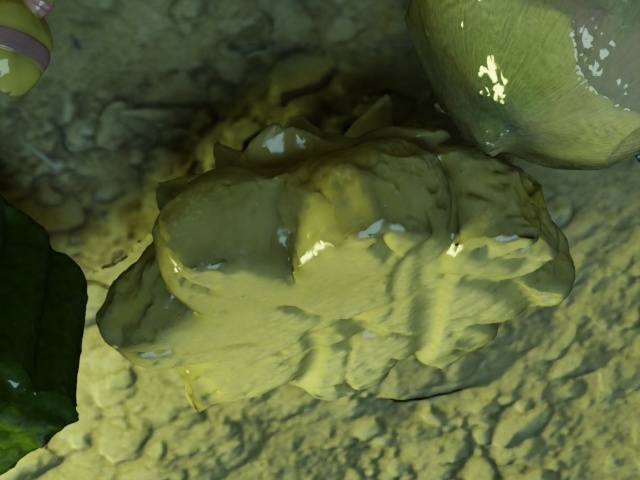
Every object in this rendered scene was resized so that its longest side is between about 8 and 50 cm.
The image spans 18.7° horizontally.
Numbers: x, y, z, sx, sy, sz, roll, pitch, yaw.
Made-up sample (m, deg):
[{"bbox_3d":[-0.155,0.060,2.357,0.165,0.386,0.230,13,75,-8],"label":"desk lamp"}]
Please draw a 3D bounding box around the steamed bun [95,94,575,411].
[{"bbox_3d":[0.000,0.000,1.231,0.292,0.137,0.295,8,151,-40],"label":"steamed bun"}]

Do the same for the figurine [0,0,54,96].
[{"bbox_3d":[-0.236,-0.108,1.158,0.187,0.083,0.083,-19,131,22],"label":"figurine"}]

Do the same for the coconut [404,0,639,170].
[{"bbox_3d":[0.144,-0.127,1.144,0.194,0.194,0.194,-6,129,-7],"label":"coconut"}]

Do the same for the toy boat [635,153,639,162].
[{"bbox_3d":[0.236,-0.070,1.281,0.061,0.060,0.137,-35,135,-8],"label":"toy boat"}]

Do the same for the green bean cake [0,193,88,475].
[{"bbox_3d":[-0.299,0.057,1.184,0.250,0.156,0.247,-24,130,27],"label":"green bean cake"}]
